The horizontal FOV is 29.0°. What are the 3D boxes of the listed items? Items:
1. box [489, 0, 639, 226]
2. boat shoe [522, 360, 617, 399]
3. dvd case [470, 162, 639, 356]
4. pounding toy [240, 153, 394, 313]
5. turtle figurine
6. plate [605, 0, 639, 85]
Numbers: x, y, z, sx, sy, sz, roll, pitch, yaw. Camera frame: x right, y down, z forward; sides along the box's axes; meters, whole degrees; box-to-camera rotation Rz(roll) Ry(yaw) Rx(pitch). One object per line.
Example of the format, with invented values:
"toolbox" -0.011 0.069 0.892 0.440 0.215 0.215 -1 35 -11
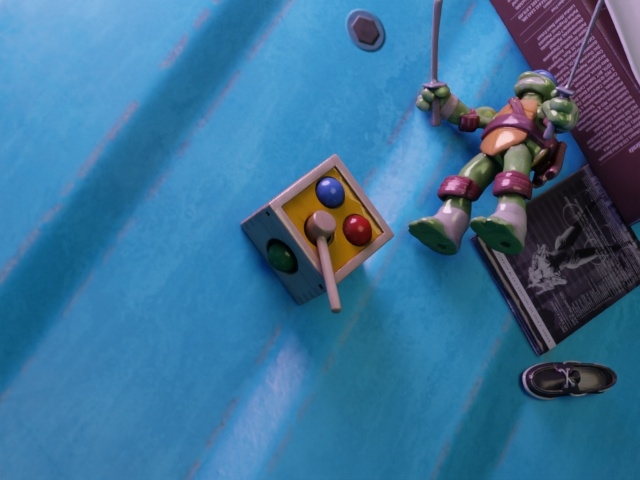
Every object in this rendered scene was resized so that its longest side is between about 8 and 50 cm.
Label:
"box" 0.392 -0.230 1.583 0.191 0.143 0.381 -21 76 -35
"boat shoe" 0.296 0.165 1.467 0.125 0.038 0.046 8 69 -29
"dvd case" 0.303 0.019 1.527 0.221 0.018 0.164 -30 90 -31
"pounding toy" 0.000 0.000 1.307 0.141 0.100 0.130 -39 94 -35
"turtle figurine" 0.190 -0.132 1.418 0.198 0.275 0.266 17 64 13
"plate" 0.467 -0.331 1.500 0.278 0.045 0.277 -19 76 -1
